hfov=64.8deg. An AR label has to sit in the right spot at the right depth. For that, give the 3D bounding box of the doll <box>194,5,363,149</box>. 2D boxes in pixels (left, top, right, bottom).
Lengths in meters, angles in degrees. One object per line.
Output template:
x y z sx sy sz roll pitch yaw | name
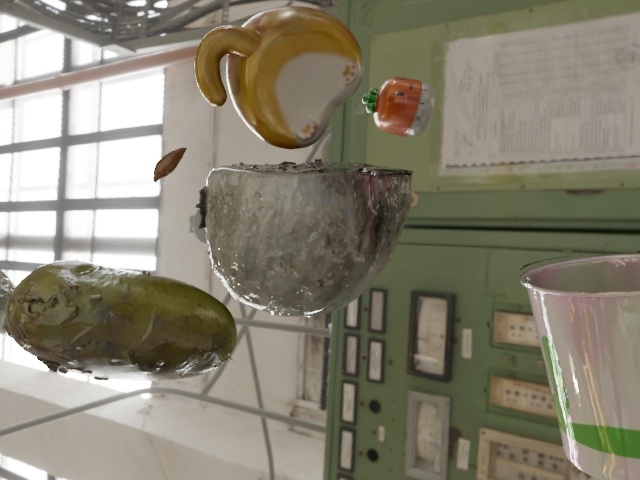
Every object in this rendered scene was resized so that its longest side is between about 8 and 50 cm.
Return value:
-0.042 -0.213 0.659 0.162 0.167 0.270 41 -172 -9 | doll

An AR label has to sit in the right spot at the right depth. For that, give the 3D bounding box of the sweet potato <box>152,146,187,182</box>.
-0.303 -0.154 1.008 0.095 0.034 0.034 -44 -38 0 | sweet potato

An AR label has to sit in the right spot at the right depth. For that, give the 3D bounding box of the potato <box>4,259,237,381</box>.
-0.204 0.097 0.552 0.251 0.149 0.113 25 -139 -29 | potato

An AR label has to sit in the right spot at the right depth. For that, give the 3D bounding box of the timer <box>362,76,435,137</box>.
0.136 -0.242 0.901 0.136 0.136 0.099 41 -116 -54 | timer

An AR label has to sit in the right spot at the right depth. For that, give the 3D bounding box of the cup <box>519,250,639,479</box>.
0.419 0.161 0.685 0.253 0.253 0.274 -18 -81 -59 | cup

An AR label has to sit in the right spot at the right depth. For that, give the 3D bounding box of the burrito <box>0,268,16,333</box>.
-0.561 0.103 0.890 0.064 0.203 0.064 -33 -41 -34 | burrito

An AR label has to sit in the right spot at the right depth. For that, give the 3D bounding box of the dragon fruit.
0.000 0.000 0.693 0.282 0.203 0.221 -9 -69 -48 | dragon fruit
